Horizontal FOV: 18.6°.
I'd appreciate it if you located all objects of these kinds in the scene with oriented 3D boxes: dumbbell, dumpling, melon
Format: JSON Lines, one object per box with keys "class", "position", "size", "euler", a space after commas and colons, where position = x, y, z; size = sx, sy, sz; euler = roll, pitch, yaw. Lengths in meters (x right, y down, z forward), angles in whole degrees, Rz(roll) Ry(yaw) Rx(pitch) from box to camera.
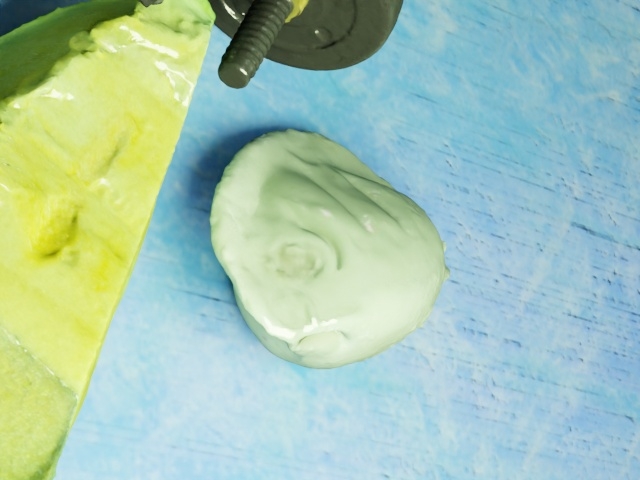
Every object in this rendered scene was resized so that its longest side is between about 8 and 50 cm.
{"class": "dumbbell", "position": [0.009, -0.217, 1.237], "size": [0.143, 0.143, 0.325], "euler": [46, 52, -27]}
{"class": "dumpling", "position": [-0.002, 0.015, 1.214], "size": [0.219, 0.153, 0.108], "euler": [-14, 134, -60]}
{"class": "melon", "position": [-0.148, -0.019, 1.055], "size": [0.196, 0.124, 0.323], "euler": [51, 38, -22]}

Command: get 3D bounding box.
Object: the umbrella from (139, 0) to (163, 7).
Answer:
{"class": "umbrella", "position": [-0.211, -0.208, 0.985], "size": [0.337, 0.154, 0.128], "euler": [24, 105, -18]}
